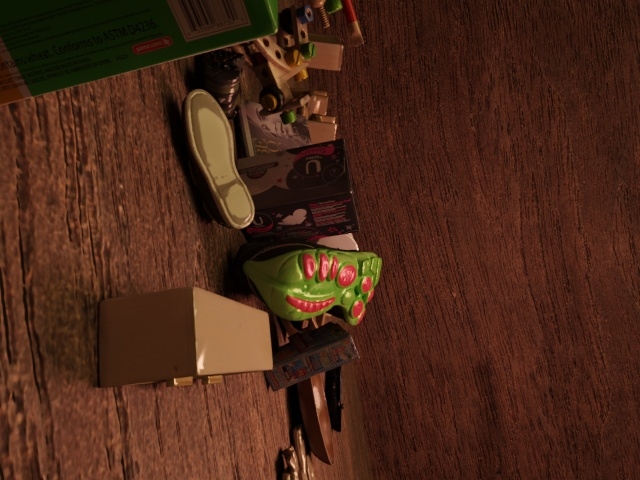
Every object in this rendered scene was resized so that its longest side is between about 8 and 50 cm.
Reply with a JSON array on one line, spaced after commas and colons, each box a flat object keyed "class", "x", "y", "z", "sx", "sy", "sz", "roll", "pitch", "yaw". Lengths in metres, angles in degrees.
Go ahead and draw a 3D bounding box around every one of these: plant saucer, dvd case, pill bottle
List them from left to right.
[{"class": "dvd case", "x": -0.104, "y": -0.249, "z": 1.128, "sx": 0.221, "sy": 0.018, "sz": 0.165, "roll": 1, "pitch": 72, "yaw": -44}, {"class": "plant saucer", "x": -0.018, "y": 0.445, "z": 1.253, "sx": 0.310, "sy": 0.050, "sz": 0.311, "roll": -13, "pitch": 90, "yaw": -90}, {"class": "pill bottle", "x": 0.000, "y": 0.000, "z": 1.315, "sx": 0.283, "sy": 0.161, "sz": 0.162, "roll": -133, "pitch": -152, "yaw": -66}]

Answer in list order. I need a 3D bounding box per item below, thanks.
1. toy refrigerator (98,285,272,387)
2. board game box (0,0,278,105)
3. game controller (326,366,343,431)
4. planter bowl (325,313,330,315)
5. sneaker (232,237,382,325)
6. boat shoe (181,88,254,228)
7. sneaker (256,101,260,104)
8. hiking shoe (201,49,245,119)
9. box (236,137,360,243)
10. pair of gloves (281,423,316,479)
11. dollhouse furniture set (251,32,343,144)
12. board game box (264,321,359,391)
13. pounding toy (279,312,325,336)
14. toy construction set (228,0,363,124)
[{"class": "toy refrigerator", "x": -0.143, "y": 0.128, "z": 0.565, "sx": 0.269, "sy": 0.102, "sz": 0.094, "roll": 58, "pitch": 23, "yaw": -74}, {"class": "board game box", "x": -0.155, "y": -0.244, "z": 0.391, "sx": 0.064, "sy": 0.242, "sz": 0.317, "roll": 70, "pitch": 12, "yaw": -47}, {"class": "game controller", "x": 0.064, "y": 0.570, "z": 1.788, "sx": 0.319, "sy": 0.067, "sz": 0.167, "roll": -85, "pitch": 164, "yaw": -62}, {"class": "planter bowl", "x": 0.007, "y": 0.189, "z": 1.554, "sx": 0.162, "sy": 0.161, "sz": 0.109, "roll": 31, "pitch": 76, "yaw": -81}, {"class": "sneaker", "x": -0.008, "y": 0.072, "z": 1.020, "sx": 0.482, "sy": 0.202, "sz": 0.186, "roll": 26, "pitch": 88, "yaw": -61}, {"class": "boat shoe", "x": -0.180, "y": -0.126, "z": 0.757, "sx": 0.081, "sy": 0.068, "sz": 0.228, "roll": -31, "pitch": 113, "yaw": -39}, {"class": "sneaker", "x": -0.094, "y": -0.201, "z": 1.230, "sx": 0.125, "sy": 0.139, "sz": 0.341, "roll": -56, "pitch": 136, "yaw": -77}, {"class": "hiking shoe", "x": -0.192, "y": -0.296, "z": 0.889, "sx": 0.227, "sy": 0.086, "sz": 0.114, "roll": -99, "pitch": -161, "yaw": -56}, {"class": "box", "x": -0.050, "y": -0.102, "z": 1.009, "sx": 0.142, "sy": 0.247, "sz": 0.164, "roll": 73, "pitch": 10, "yaw": -55}, {"class": "pair of gloves", "x": -0.046, "y": 0.546, "z": 1.038, "sx": 0.240, "sy": 0.042, "sz": 0.204, "roll": 46, "pitch": 30, "yaw": -87}, {"class": "dollhouse furniture set", "x": -0.093, "y": -0.406, "z": 1.391, "sx": 0.362, "sy": 0.256, "sz": 0.395, "roll": -97, "pitch": -167, "yaw": -58}, {"class": "board game box", "x": -0.037, "y": 0.252, "z": 1.042, "sx": 0.060, "sy": 0.194, "sz": 0.194, "roll": 68, "pitch": -12, "yaw": -10}, {"class": "pounding toy", "x": -0.071, "y": 0.158, "z": 1.179, "sx": 0.181, "sy": 0.094, "sz": 0.206, "roll": -77, "pitch": 148, "yaw": -60}, {"class": "toy construction set", "x": -0.051, "y": -0.409, "z": 1.052, "sx": 0.257, "sy": 0.308, "sz": 0.238, "roll": -79, "pitch": 148, "yaw": -68}]
